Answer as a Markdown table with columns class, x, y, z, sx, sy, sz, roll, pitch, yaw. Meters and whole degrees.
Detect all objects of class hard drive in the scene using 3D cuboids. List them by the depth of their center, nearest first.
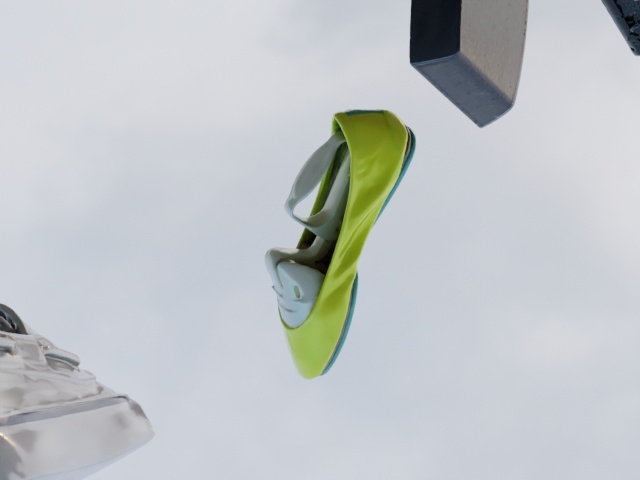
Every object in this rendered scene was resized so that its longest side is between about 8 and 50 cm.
| class | x | y | z | sx | sy | sz | roll | pitch | yaw |
| --- | --- | --- | --- | --- | --- | --- | --- | --- | --- |
| hard drive | 0.150 | -0.257 | 1.705 | 0.054 | 0.172 | 0.255 | -7 | -114 | 30 |

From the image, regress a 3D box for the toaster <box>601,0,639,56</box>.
| class | x | y | z | sx | sy | sz | roll | pitch | yaw |
| --- | --- | --- | --- | --- | --- | --- | --- | --- | --- |
| toaster | 0.303 | -0.266 | 1.473 | 0.168 | 0.186 | 0.110 | -18 | -138 | 28 |

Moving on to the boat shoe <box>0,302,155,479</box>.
| class | x | y | z | sx | sy | sz | roll | pitch | yaw |
| --- | --- | --- | --- | --- | --- | --- | --- | --- | --- |
| boat shoe | -0.132 | 0.066 | 0.713 | 0.095 | 0.258 | 0.084 | -25 | -96 | -2 |

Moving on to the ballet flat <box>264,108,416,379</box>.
| class | x | y | z | sx | sy | sz | roll | pitch | yaw |
| --- | --- | --- | --- | --- | --- | --- | --- | --- | --- |
| ballet flat | 0.000 | 0.000 | 1.368 | 0.077 | 0.231 | 0.077 | 11 | -160 | -31 |
